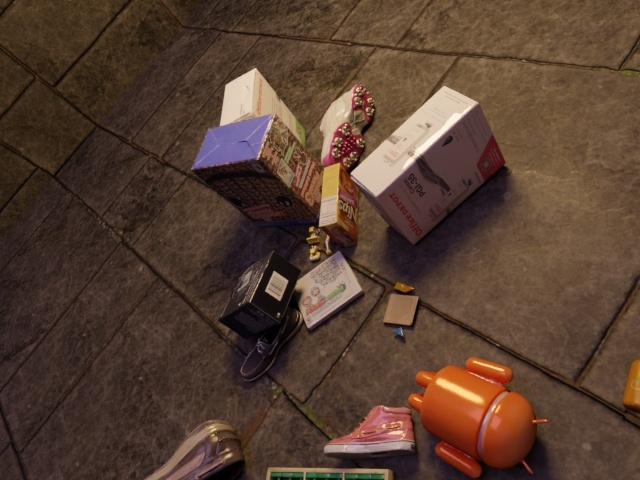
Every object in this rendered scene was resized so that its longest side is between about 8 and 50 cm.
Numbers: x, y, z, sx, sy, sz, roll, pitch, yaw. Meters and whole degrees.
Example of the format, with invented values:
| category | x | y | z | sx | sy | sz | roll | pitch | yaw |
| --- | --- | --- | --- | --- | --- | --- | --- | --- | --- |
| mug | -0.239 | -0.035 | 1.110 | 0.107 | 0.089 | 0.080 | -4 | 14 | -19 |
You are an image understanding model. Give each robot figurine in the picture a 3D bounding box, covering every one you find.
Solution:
| category | x | y | z | sx | sy | sz | roll | pitch | yaw |
| --- | --- | --- | --- | --- | --- | --- | --- | --- | --- |
| robot figurine | 0.256 | 0.292 | 0.838 | 0.219 | 0.128 | 0.158 | 17 | 50 | 43 |

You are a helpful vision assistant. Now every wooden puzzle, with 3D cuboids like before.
| category | x | y | z | sx | sy | sz | roll | pitch | yaw |
| --- | --- | --- | --- | --- | --- | --- | --- | --- | --- |
| wooden puzzle | 0.173 | 0.148 | 1.078 | 0.079 | 0.014 | 0.116 | 7 | 64 | 43 |

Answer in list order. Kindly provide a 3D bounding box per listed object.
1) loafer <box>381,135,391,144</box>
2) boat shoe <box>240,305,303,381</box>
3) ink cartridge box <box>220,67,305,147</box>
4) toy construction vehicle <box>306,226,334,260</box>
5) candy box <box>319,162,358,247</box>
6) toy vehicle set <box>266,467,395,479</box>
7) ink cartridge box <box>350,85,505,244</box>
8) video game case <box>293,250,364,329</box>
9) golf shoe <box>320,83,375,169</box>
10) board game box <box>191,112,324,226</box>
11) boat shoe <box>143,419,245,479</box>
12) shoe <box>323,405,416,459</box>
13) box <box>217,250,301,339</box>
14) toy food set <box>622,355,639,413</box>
| category | x | y | z | sx | sy | sz | roll | pitch | yaw |
| --- | --- | --- | --- | --- | --- | --- | --- | --- | --- |
| loafer | 0.177 | -0.213 | 1.304 | 0.050 | 0.056 | 0.148 | -12 | 43 | 30 |
| boat shoe | -0.129 | 0.239 | 1.191 | 0.206 | 0.065 | 0.075 | -50 | 45 | -5 |
| ink cartridge box | -0.158 | -0.323 | 1.463 | 0.115 | 0.273 | 0.198 | -20 | 50 | 23 |
| toy construction vehicle | 0.000 | 0.000 | 1.289 | 0.086 | 0.035 | 0.098 | -12 | 53 | 29 |
| candy box | 0.050 | -0.088 | 1.265 | 0.053 | 0.109 | 0.186 | -14 | 53 | 28 |
| toy vehicle set | 0.007 | 0.509 | 0.924 | 0.267 | 0.035 | 0.165 | -13 | 53 | 28 |
| ink cartridge box | 0.238 | -0.157 | 1.109 | 0.283 | 0.207 | 0.117 | -43 | 43 | 3 |
| video game case | 0.012 | 0.117 | 1.210 | 0.157 | 0.019 | 0.143 | -37 | 45 | 9 |
| golf shoe | 0.054 | -0.302 | 1.427 | 0.140 | 0.115 | 0.306 | -9 | 48 | 43 |
| board game box | -0.145 | -0.171 | 1.333 | 0.232 | 0.291 | 0.141 | -3 | 60 | 35 |
| boat shoe | -0.298 | 0.545 | 1.051 | 0.355 | 0.132 | 0.130 | -51 | 45 | -4 |
| shoe | 0.091 | 0.364 | 0.952 | 0.178 | 0.063 | 0.081 | -14 | 51 | 21 |
| box | -0.145 | 0.133 | 1.204 | 0.158 | 0.093 | 0.156 | -33 | 27 | 45 |
| toy food set | 0.555 | 0.222 | 0.682 | 0.232 | 0.111 | 0.104 | 8 | 66 | 42 |
